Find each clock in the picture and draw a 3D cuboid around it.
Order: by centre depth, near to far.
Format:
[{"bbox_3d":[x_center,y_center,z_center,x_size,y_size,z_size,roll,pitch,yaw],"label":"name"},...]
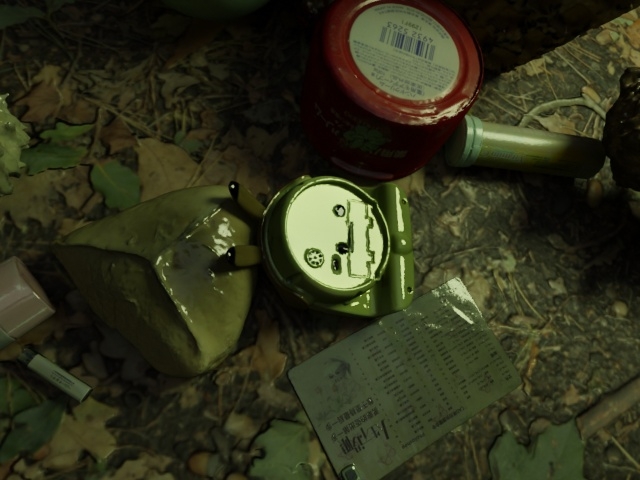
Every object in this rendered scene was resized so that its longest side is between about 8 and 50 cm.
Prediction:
[{"bbox_3d":[0.000,0.000,0.534,0.232,0.069,0.169,8,71,-25],"label":"clock"}]

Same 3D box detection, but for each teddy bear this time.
[{"bbox_3d":[0.493,-0.066,0.611,0.223,0.296,0.246,15,59,32],"label":"teddy bear"}]

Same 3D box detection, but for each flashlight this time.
[{"bbox_3d":[-0.286,0.145,0.491,0.083,0.018,0.018,32,69,2],"label":"flashlight"}]

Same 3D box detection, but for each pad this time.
[{"bbox_3d":[0.109,0.167,0.557,0.265,0.009,0.159,-25,77,-17],"label":"pad"}]

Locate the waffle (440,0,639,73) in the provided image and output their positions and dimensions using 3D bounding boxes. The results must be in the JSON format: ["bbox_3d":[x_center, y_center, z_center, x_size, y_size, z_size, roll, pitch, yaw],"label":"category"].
[{"bbox_3d":[0.210,-0.375,0.570,0.377,0.261,0.113,19,74,-25],"label":"waffle"}]

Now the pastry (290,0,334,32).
[{"bbox_3d":[0.009,-0.399,0.677,0.097,0.115,0.208,22,64,-40],"label":"pastry"}]

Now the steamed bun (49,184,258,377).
[{"bbox_3d":[-0.154,0.039,0.504,0.231,0.110,0.212,-25,78,-14],"label":"steamed bun"}]

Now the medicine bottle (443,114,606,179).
[{"bbox_3d":[0.294,-0.131,0.659,0.218,0.074,0.073,5,71,-10],"label":"medicine bottle"}]

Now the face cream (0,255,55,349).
[{"bbox_3d":[-0.388,0.101,0.470,0.198,0.057,0.084,-35,81,-20],"label":"face cream"}]

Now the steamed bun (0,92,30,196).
[{"bbox_3d":[-0.468,-0.190,0.450,0.274,0.290,0.272,-14,61,-6],"label":"steamed bun"}]

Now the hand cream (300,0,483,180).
[{"bbox_3d":[0.088,-0.207,0.608,0.231,0.149,0.230,4,69,-10],"label":"hand cream"}]

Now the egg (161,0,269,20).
[{"bbox_3d":[-0.144,-0.474,0.587,0.276,0.276,0.388,-2,72,-10],"label":"egg"}]
